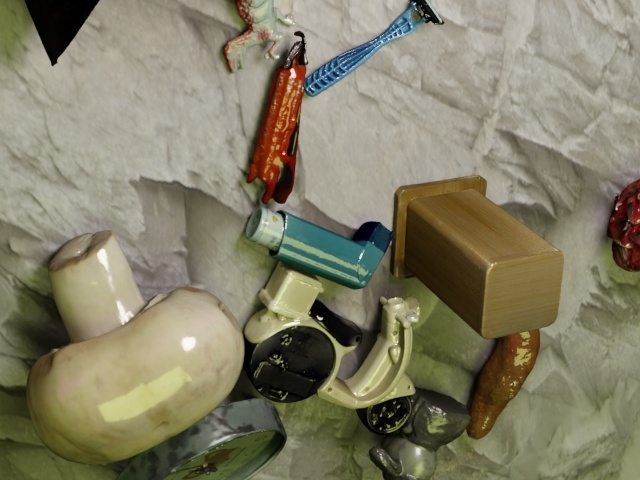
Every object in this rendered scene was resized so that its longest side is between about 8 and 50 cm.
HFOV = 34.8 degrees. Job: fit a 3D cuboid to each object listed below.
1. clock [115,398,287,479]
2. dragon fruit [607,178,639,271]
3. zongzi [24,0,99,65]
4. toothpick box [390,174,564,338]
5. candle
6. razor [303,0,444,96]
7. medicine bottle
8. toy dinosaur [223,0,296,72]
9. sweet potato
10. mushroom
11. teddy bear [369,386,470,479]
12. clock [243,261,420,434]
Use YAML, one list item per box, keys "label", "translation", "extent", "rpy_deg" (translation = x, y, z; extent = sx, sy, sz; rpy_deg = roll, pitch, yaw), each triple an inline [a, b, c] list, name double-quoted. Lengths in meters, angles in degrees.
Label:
- label: "clock"
  translation: [-0.209, 0.397, 1.826]
  extent: [0.325, 0.067, 0.325]
  rpy_deg: [-26, 156, -13]
- label: "dragon fruit"
  translation: [0.679, -0.009, 2.030]
  extent: [0.234, 0.234, 0.293]
  rpy_deg: [-22, 137, -13]
- label: "zongzi"
  translation: [-0.357, -0.420, 1.326]
  extent: [0.383, 0.319, 0.362]
  rpy_deg: [17, 107, -50]
- label: "toothpick box"
  translation: [0.274, 0.031, 1.797]
  extent: [0.187, 0.308, 0.190]
  rpy_deg: [-8, 117, -21]
- label: "candle"
  translation: [-0.059, -0.196, 1.674]
  extent: [0.084, 0.059, 0.301]
  rpy_deg: [-5, 120, -36]
- label: "razor"
  translation: [0.079, -0.316, 1.683]
  extent: [0.253, 0.042, 0.082]
  rpy_deg: [-35, 83, -3]
- label: "medicine bottle"
  translation: [0.000, 0.000, 1.779]
  extent: [0.258, 0.079, 0.124]
  rpy_deg: [20, 75, -23]
- label: "toy dinosaur"
  translation: [-0.099, -0.384, 1.554]
  extent: [0.167, 0.053, 0.242]
  rpy_deg: [-24, 132, -3]
- label: "sweet potato"
  translation: [0.386, 0.259, 2.098]
  extent: [0.106, 0.095, 0.354]
  rpy_deg: [-1, 118, -29]
- label: "mushroom"
  translation: [-0.302, 0.193, 1.608]
  extent: [0.353, 0.325, 0.353]
  rpy_deg: [2, 130, 3]
- label: "teddy bear"
  translation: [0.175, 0.404, 2.052]
  extent: [0.171, 0.144, 0.251]
  rpy_deg: [37, 87, -38]
- label: "clock"
  translation: [0.042, 0.202, 1.889]
  extent: [0.379, 0.120, 0.276]
  rpy_deg: [19, 103, -27]
